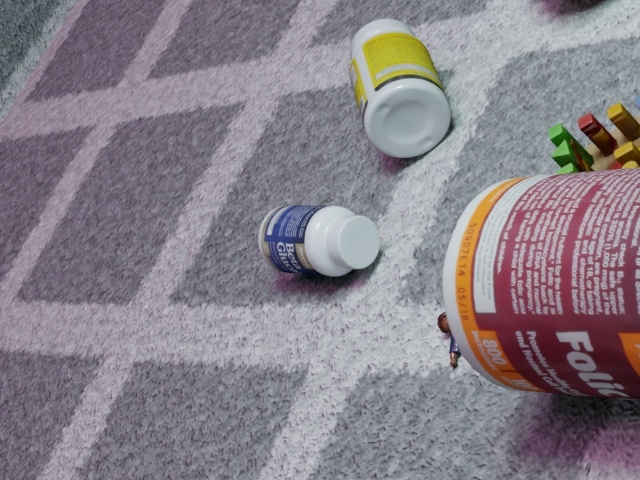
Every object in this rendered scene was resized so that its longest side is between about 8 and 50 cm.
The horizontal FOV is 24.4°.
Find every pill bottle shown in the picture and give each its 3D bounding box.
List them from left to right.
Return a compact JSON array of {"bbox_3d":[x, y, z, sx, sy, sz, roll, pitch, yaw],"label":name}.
[{"bbox_3d":[0.000,0.000,1.966,0.169,0.094,0.094,2,58,53],"label":"pill bottle"},{"bbox_3d":[0.104,-0.217,2.047,0.119,0.119,0.208,-38,33,18],"label":"pill bottle"},{"bbox_3d":[0.323,0.041,1.386,0.392,0.224,0.224,-3,54,51],"label":"pill bottle"}]

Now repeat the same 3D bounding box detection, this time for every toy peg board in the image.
[{"bbox_3d":[0.334,-0.093,1.657,0.161,0.079,0.161,-33,35,26],"label":"toy peg board"}]

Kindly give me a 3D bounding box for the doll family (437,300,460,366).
[{"bbox_3d":[0.189,0.053,1.691,0.193,0.076,0.111,-57,36,-6],"label":"doll family"}]
